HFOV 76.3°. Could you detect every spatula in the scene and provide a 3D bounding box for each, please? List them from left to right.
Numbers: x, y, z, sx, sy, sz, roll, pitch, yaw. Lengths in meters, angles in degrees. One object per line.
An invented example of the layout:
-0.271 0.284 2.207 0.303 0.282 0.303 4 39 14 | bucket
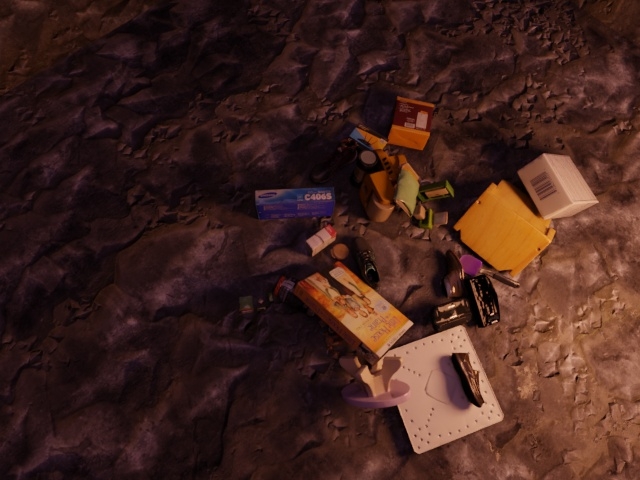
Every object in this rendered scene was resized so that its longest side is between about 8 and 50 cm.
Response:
0.766 0.149 1.840 0.296 0.030 0.084 22 110 -1 | spatula

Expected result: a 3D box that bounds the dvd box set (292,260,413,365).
0.135 0.271 1.630 0.420 0.062 0.307 40 34 21 | dvd box set

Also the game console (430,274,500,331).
0.610 0.278 1.723 0.361 0.044 0.213 -12 83 -24 | game console

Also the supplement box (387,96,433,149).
0.450 -0.589 2.052 0.191 0.129 0.194 12 69 2 | supplement box

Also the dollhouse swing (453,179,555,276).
0.868 -0.076 1.923 0.346 0.305 0.315 41 114 11 | dollhouse swing

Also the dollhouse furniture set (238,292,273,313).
-0.276 0.263 1.734 0.151 0.059 0.076 -8 70 -6 | dollhouse furniture set

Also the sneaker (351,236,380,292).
0.211 0.096 1.799 0.101 0.106 0.268 -15 70 -7 | sneaker

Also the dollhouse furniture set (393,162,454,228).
0.464 -0.201 1.806 0.151 0.301 0.198 -8 61 36 | dollhouse furniture set

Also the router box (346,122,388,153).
0.234 -0.494 2.049 0.178 0.046 0.133 32 71 9 | router box

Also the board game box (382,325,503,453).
0.482 0.593 1.658 0.389 0.050 0.390 -17 72 -9 | board game box

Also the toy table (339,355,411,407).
0.197 0.522 1.554 0.274 0.252 0.161 -10 96 16 | toy table

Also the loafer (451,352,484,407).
0.599 0.544 1.612 0.078 0.080 0.220 -16 71 -8 | loafer

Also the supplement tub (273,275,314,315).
-0.094 0.231 1.725 0.190 0.117 0.117 25 70 5 | supplement tub

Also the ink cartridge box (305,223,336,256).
0.000 0.000 1.825 0.135 0.099 0.056 -36 75 -15 | ink cartridge box

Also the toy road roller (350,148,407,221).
0.300 -0.271 1.890 0.240 0.202 0.330 -14 69 -14 | toy road roller

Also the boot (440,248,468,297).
0.577 0.150 1.811 0.106 0.082 0.219 -14 73 -11 | boot

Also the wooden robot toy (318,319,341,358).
0.044 0.404 1.688 0.076 0.079 0.174 -14 72 -8 | wooden robot toy

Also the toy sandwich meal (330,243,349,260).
0.088 0.055 1.849 0.085 0.029 0.086 3 66 -6 | toy sandwich meal

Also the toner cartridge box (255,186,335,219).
-0.114 -0.167 1.847 0.347 0.165 0.075 -3 69 -5 | toner cartridge box

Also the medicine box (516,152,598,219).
1.101 -0.250 1.892 0.289 0.149 0.264 -6 67 -38 | medicine box

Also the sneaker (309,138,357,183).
0.062 -0.398 1.942 0.281 0.162 0.106 -39 76 -16 | sneaker
